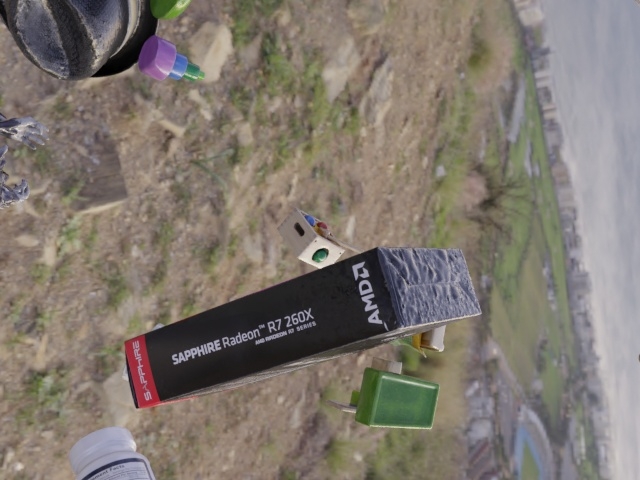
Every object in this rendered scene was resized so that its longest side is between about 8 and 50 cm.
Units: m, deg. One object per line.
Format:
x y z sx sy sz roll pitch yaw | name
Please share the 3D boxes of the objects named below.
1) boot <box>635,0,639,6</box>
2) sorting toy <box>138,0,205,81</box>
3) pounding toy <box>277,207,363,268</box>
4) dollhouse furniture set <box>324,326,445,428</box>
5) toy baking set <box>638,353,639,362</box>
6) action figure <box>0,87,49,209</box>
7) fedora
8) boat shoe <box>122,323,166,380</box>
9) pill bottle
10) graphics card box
0.448 -0.405 1.081 0.258 0.095 0.123 55 26 -1 | boot
-0.193 -0.429 1.298 0.126 0.127 0.365 16 86 -39 | sorting toy
0.000 0.000 1.824 0.130 0.100 0.141 27 20 -47 | pounding toy
0.119 0.183 1.470 0.151 0.198 0.301 15 84 -32 | dollhouse furniture set
0.586 0.188 1.140 0.030 0.256 0.196 -33 144 -38 | toy baking set
-0.481 -0.128 1.157 0.141 0.164 0.275 8 44 -43 | action figure
-0.438 -0.398 1.342 0.152 0.334 0.334 -90 155 -46 | fedora
-0.240 0.182 1.183 0.219 0.070 0.077 -102 -146 -86 | boat shoe
-0.369 0.488 1.450 0.153 0.153 0.264 38 15 -53 | pill bottle
-0.022 0.105 0.938 0.233 0.371 0.094 2 70 -58 | graphics card box
